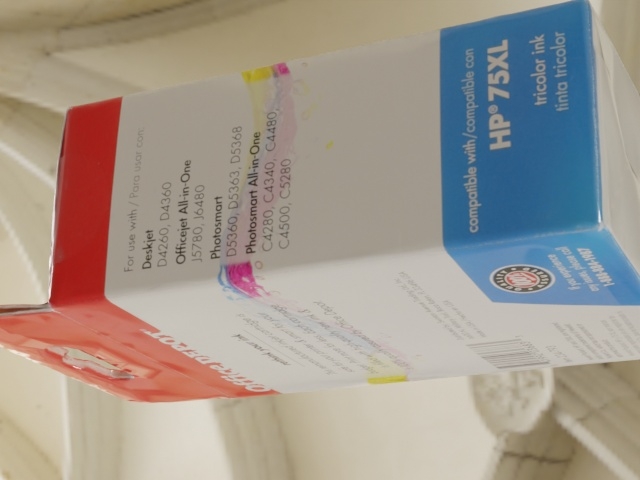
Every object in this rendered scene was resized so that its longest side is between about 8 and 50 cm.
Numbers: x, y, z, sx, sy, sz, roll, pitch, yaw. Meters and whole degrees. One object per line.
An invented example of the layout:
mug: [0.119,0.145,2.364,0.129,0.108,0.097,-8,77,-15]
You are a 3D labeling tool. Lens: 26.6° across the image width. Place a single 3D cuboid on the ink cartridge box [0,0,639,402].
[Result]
ink cartridge box: [0.000,0.000,0.478,0.231,0.134,0.078,-8,-113,23]
